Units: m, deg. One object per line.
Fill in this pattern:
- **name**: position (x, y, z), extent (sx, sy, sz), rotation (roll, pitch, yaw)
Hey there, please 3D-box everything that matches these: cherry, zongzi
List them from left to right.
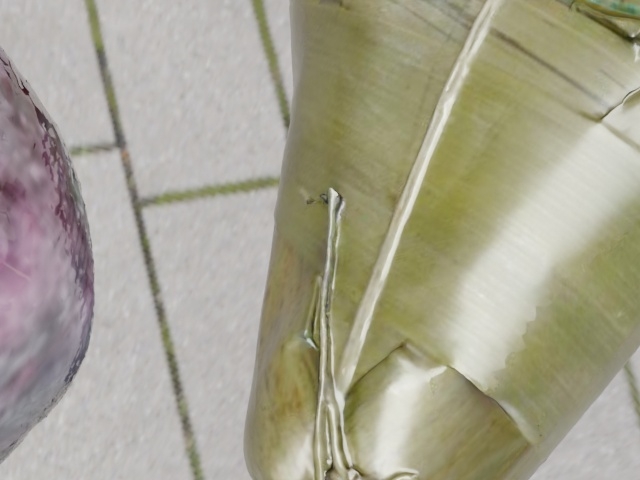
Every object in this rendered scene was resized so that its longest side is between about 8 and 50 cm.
- **cherry**: position (-0.164, 0.005, 0.584), extent (0.195, 0.195, 0.195), rotation (4, 69, -11)
- **zongzi**: position (0.000, 0.000, 0.965), extent (0.418, 0.181, 0.447), rotation (34, 79, 27)
